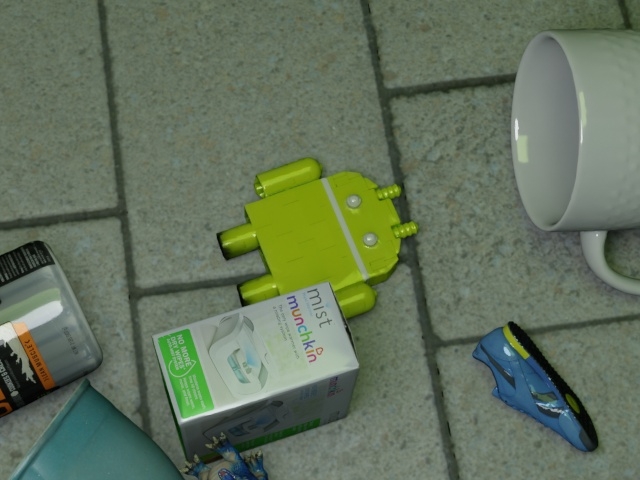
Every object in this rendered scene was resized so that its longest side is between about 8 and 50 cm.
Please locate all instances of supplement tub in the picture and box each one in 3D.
[{"bbox_3d":[-0.460,0.147,1.773,0.316,0.193,0.193,-27,72,-11],"label":"supplement tub"}]

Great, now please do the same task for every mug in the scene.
[{"bbox_3d":[0.463,-0.107,1.893,0.328,0.276,0.374,-2,98,-11],"label":"mug"}]

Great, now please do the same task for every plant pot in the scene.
[{"bbox_3d":[-0.270,0.353,1.676,0.255,0.271,0.272,37,71,-5],"label":"plant pot"}]

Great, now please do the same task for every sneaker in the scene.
[{"bbox_3d":[0.290,0.211,1.853,0.082,0.069,0.209,-41,82,18],"label":"sneaker"}]

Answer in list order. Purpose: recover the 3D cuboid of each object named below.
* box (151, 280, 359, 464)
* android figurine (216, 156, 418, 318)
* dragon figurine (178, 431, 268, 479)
[{"bbox_3d":[-0.082,0.174,1.740,0.231,0.262,0.127,-16,70,-9],"label":"box"},{"bbox_3d":[0.000,0.000,1.924,0.273,0.056,0.248,-18,70,-7],"label":"android figurine"},{"bbox_3d":[-0.083,0.327,1.674,0.085,0.289,0.144,-39,52,3],"label":"dragon figurine"}]
